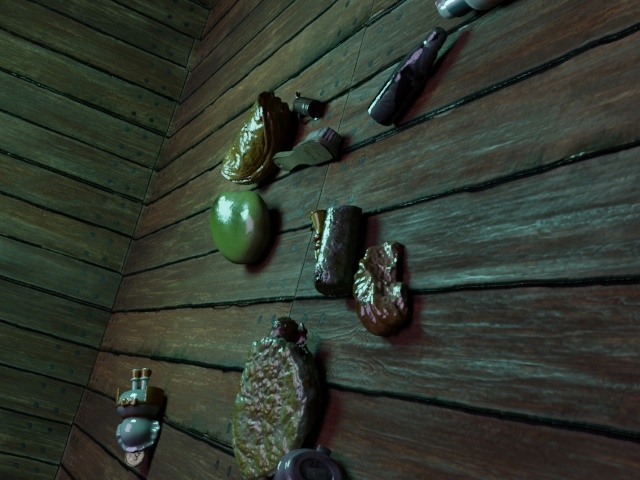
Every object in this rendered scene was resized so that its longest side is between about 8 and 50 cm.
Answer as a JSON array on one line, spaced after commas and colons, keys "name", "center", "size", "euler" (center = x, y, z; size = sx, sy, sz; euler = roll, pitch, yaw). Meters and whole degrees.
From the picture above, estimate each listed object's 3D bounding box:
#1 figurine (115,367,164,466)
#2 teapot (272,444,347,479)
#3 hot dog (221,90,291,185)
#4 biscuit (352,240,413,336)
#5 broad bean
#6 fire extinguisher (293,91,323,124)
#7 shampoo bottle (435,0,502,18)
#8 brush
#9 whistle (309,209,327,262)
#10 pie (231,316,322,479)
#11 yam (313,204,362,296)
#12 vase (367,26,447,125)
[{"name": "figurine", "center": [-0.515, 0.494, 2.251], "size": [0.143, 0.143, 0.271], "euler": [-47, 30, 43]}, {"name": "teapot", "center": [-0.032, 0.397, 1.255], "size": [0.148, 0.116, 0.146], "euler": [-109, 34, -52]}, {"name": "hot dog", "center": [-0.166, -0.259, 2.120], "size": [0.196, 0.122, 0.272], "euler": [-93, 28, -48]}, {"name": "biscuit", "center": [0.091, 0.085, 1.308], "size": [0.118, 0.061, 0.183], "euler": [-56, 26, 33]}, {"name": "broad bean", "center": [-0.202, -0.037, 2.009], "size": [0.189, 0.121, 0.263], "euler": [-70, 24, 8]}, {"name": "fire extinguisher", "center": [-0.036, -0.325, 1.981], "size": [0.157, 0.045, 0.078], "euler": [-144, 54, -66]}, {"name": "shampoo bottle", "center": [0.264, -0.416, 1.328], "size": [0.192, 0.074, 0.074], "euler": [-17, 56, 65]}, {"name": "brush", "center": [-0.032, -0.211, 1.853], "size": [0.065, 0.070, 0.327], "euler": [-55, 17, -15]}, {"name": "whistle", "center": [-0.004, -0.003, 1.628], "size": [0.057, 0.046, 0.109], "euler": [-25, 53, 40]}, {"name": "pie", "center": [-0.090, 0.305, 1.479], "size": [0.275, 0.105, 0.257], "euler": [-57, 34, 28]}, {"name": "yam", "center": [0.034, 0.013, 1.481], "size": [0.078, 0.078, 0.179], "euler": [-32, 42, 56]}, {"name": "vase", "center": [0.164, -0.305, 1.475], "size": [0.211, 0.059, 0.060], "euler": [-53, 27, 36]}]
